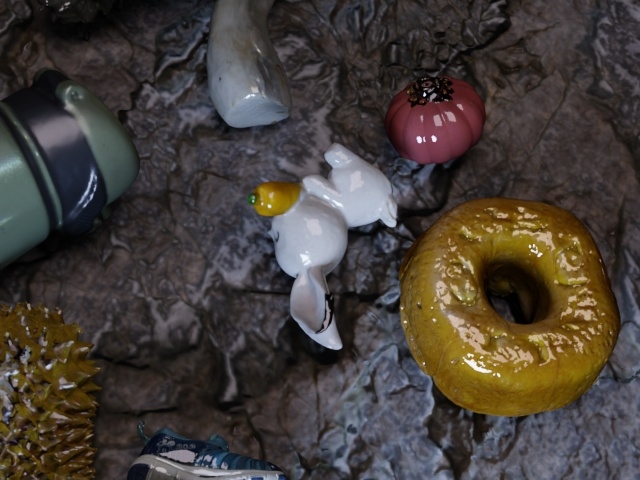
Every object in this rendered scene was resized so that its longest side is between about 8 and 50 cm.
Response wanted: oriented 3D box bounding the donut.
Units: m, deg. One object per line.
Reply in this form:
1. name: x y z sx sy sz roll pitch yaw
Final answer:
1. donut: 0.184 0.062 1.265 0.227 0.114 0.226 4 63 -8

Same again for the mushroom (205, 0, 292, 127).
1. mushroom: -0.077 -0.224 1.383 0.092 0.081 0.223 1 61 -9

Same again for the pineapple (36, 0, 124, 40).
1. pineapple: -0.142 -0.346 1.330 0.362 0.202 0.202 -40 74 5

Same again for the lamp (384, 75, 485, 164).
1. lamp: 0.121 -0.127 1.365 0.107 0.092 0.107 -12 37 9

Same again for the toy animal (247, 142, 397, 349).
1. toy animal: 0.000 0.000 1.259 0.127 0.131 0.181 25 68 27

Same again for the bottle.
1. bottle: -0.330 -0.037 1.180 0.347 0.168 0.168 -27 71 -24

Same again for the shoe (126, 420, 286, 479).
1. shoe: -0.101 0.205 1.162 0.143 0.064 0.071 11 42 -12

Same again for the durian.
1. durian: -0.280 0.165 1.107 0.183 0.138 0.249 7 67 -18
